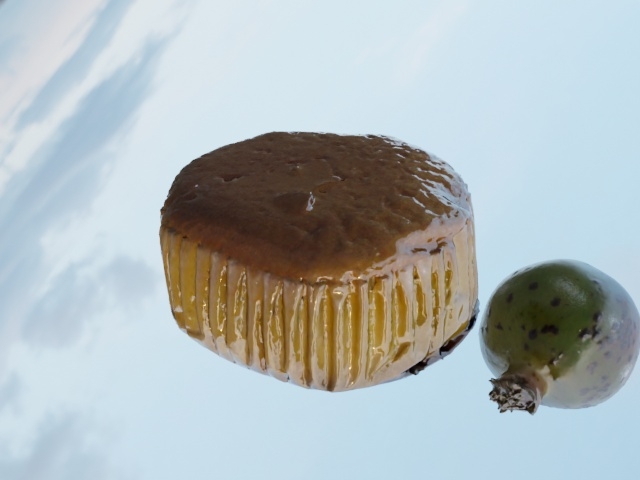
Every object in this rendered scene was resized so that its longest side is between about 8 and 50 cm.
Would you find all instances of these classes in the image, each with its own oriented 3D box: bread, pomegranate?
[{"bbox_3d":[0.000,0.000,0.672,0.199,0.104,0.199,-3,-149,2],"label":"bread"},{"bbox_3d":[0.181,0.078,0.836,0.130,0.130,0.130,-43,-157,23],"label":"pomegranate"}]
